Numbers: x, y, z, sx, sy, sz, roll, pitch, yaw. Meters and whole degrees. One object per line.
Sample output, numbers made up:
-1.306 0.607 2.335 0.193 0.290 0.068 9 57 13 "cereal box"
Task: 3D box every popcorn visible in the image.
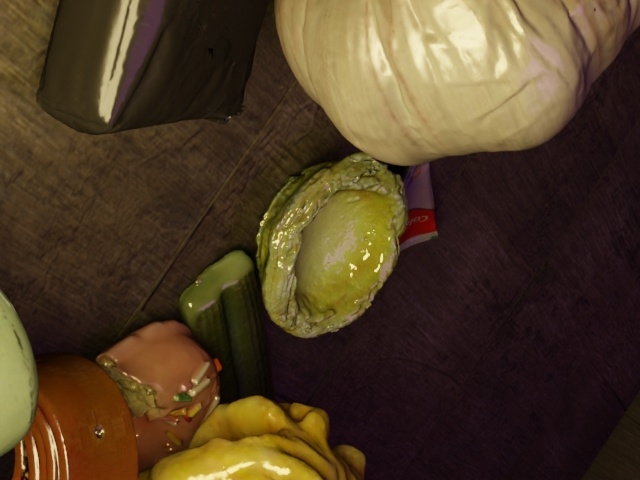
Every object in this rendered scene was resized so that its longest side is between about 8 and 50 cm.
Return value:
-0.059 0.300 1.660 0.297 0.281 0.316 41 71 -52 "popcorn"

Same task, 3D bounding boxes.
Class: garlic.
0.095 -0.206 1.480 0.317 0.317 0.259 -47 137 -24 "garlic"

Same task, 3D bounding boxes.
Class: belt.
-0.251 0.205 1.447 0.105 0.184 0.261 -16 144 -57 "belt"

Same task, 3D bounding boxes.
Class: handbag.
-0.093 -0.193 1.358 0.223 0.080 0.247 -14 125 -58 "handbag"

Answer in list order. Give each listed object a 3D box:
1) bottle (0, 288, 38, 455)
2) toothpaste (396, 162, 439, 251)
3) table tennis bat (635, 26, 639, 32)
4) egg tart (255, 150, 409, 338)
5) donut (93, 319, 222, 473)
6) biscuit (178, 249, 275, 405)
-0.355 0.136 1.178 0.347 0.168 0.168 -31 146 -39 "bottle"
0.101 -0.078 1.980 0.075 0.048 0.301 -49 159 -29 "toothpaste"
0.339 -0.257 2.125 0.170 0.107 0.119 56 41 -47 "table tennis bat"
0.000 0.000 1.797 0.197 0.078 0.197 -29 132 -38 "egg tart"
-0.169 0.183 1.713 0.233 0.085 0.199 -62 158 15 "donut"
-0.087 0.121 1.861 0.099 0.038 0.322 -44 154 -24 "biscuit"
